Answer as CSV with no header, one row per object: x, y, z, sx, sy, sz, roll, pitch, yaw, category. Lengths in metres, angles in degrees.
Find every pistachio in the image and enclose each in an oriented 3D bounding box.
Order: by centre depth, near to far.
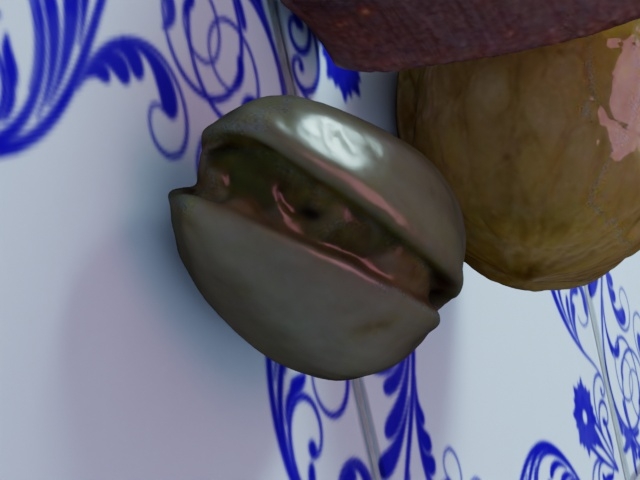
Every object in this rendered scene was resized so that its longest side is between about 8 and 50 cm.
0.000,0.000,0.753,0.185,0.124,0.124,39,46,-47,pistachio

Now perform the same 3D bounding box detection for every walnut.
0.138,-0.078,0.996,0.195,0.195,0.221,36,55,-57,walnut

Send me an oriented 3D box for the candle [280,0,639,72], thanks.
0.099,-0.210,0.896,0.287,0.317,0.131,-50,144,-6,candle
